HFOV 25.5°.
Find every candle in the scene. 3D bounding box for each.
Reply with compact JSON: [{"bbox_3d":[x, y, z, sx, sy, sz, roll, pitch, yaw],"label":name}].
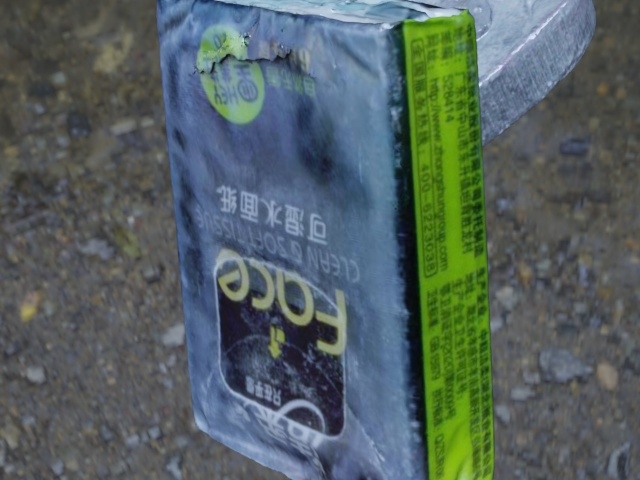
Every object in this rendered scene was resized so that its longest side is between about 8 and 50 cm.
[{"bbox_3d":[0.113,-0.147,1.093,0.192,0.068,0.168,-7,55,23],"label":"candle"}]

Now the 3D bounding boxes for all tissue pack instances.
[{"bbox_3d":[0.000,0.000,0.660,0.073,0.235,0.173,-19,26,-36],"label":"tissue pack"}]
